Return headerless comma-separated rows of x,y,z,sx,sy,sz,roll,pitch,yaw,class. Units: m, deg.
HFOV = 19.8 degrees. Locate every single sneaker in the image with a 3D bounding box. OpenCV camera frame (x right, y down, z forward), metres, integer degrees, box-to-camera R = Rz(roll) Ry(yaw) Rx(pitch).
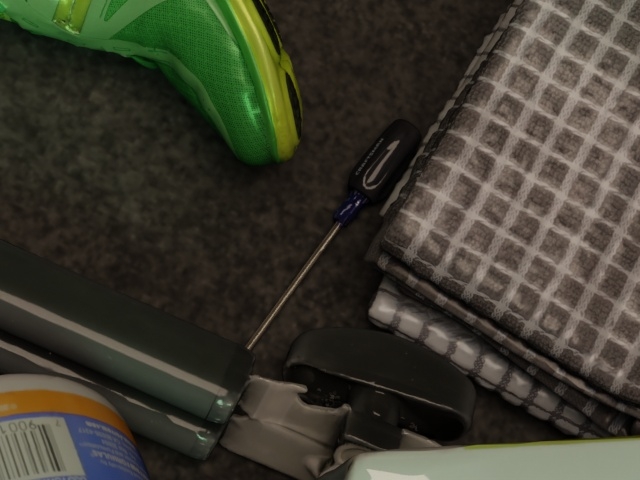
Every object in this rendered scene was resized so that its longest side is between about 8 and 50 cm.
-0.121,-0.146,0.991,0.123,0.109,0.295,-43,88,4,sneaker

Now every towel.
0.180,-0.033,0.999,0.235,0.121,0.284,31,71,-1,towel

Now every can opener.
-0.061,0.068,0.952,0.280,0.074,0.093,20,48,-6,can opener

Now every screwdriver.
0.000,0.000,1.008,0.025,0.024,0.170,33,75,30,screwdriver

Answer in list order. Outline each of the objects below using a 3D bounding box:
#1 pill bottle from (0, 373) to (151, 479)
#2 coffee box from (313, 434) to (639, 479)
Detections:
-0.115,0.204,0.799,0.152,0.152,0.272,-15,51,-16,pill bottle
0.148,0.270,0.790,0.334,0.338,0.338,-1,75,-13,coffee box
